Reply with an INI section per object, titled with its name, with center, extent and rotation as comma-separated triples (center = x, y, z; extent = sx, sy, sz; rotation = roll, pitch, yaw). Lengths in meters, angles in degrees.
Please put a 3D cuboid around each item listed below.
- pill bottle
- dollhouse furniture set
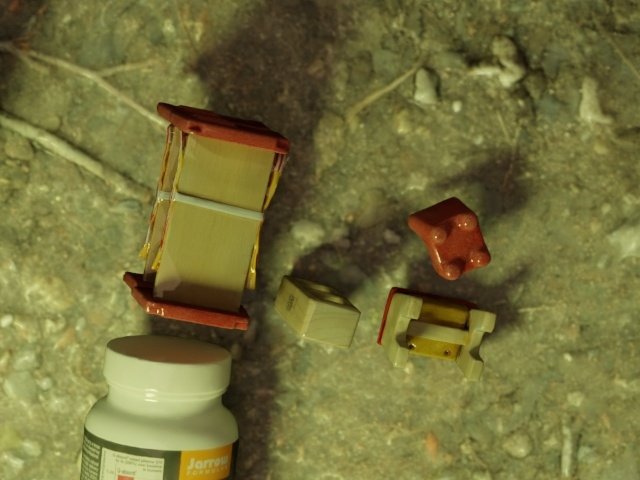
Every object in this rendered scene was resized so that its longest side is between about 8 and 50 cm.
[pill bottle]
center = -0.170, 0.248, 1.621
extent = 0.162, 0.162, 0.278
rotation = 7, 99, 1
[dollhouse furniture set]
center = 0.000, 0.000, 1.608
extent = 0.374, 0.152, 0.201
rotation = 12, 98, -17
